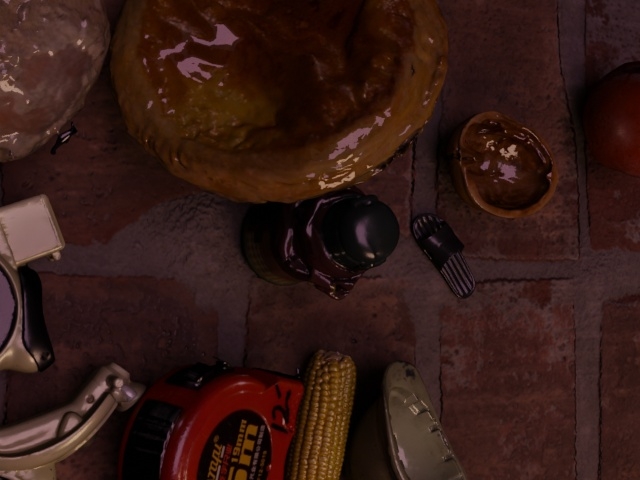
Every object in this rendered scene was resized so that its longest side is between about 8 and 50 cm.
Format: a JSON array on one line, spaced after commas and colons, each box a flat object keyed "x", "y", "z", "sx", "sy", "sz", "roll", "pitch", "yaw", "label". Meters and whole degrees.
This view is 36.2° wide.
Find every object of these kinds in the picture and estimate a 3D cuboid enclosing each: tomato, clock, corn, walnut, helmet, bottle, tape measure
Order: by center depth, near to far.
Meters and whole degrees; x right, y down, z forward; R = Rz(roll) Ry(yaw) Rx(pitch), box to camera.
[{"x": -0.372, "y": 0.154, "z": 1.178, "sx": 0.276, "sy": 0.120, "sz": 0.379, "roll": -25, "pitch": 99, "yaw": -24, "label": "clock"}, {"x": -0.142, "y": 0.270, "z": 1.260, "sx": 0.260, "sy": 0.114, "sz": 0.253, "roll": 23, "pitch": 76, "yaw": -53, "label": "tape measure"}, {"x": 0.000, "y": 0.000, "z": 1.296, "sx": 0.143, "sy": 0.271, "sz": 0.156, "roll": -13, "pitch": 94, "yaw": -28, "label": "bottle"}, {"x": -0.001, "y": 0.280, "z": 1.392, "sx": 0.081, "sy": 0.081, "sz": 0.249, "roll": 15, "pitch": 81, "yaw": -28, "label": "corn"}, {"x": 0.102, "y": 0.318, "z": 1.420, "sx": 0.204, "sy": 0.137, "sz": 0.258, "roll": -4, "pitch": 70, "yaw": -65, "label": "helmet"}, {"x": 0.274, "y": -0.111, "z": 1.557, "sx": 0.211, "sy": 0.087, "sz": 0.167, "roll": 15, "pitch": 74, "yaw": -30, "label": "walnut"}, {"x": 0.548, "y": -0.208, "z": 1.644, "sx": 0.208, "sy": 0.208, "sz": 0.184, "roll": -21, "pitch": 113, "yaw": -28, "label": "tomato"}]

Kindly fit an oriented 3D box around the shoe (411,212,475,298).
[{"x": 0.206, "y": 0.023, "z": 1.536, "sx": 0.062, "sy": 0.053, "sz": 0.159, "roll": -39, "pitch": 109, "yaw": -21, "label": "shoe"}]

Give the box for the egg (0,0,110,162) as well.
[{"x": -0.393, "y": -0.216, "z": 1.102, "sx": 0.310, "sy": 0.279, "sz": 0.279, "roll": -32, "pitch": 103, "yaw": -24, "label": "egg"}]

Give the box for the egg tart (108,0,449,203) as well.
[{"x": -0.050, "y": -0.236, "z": 1.293, "sx": 0.443, "sy": 0.178, "sz": 0.443, "roll": -1, "pitch": 69, "yaw": 3, "label": "egg tart"}]
